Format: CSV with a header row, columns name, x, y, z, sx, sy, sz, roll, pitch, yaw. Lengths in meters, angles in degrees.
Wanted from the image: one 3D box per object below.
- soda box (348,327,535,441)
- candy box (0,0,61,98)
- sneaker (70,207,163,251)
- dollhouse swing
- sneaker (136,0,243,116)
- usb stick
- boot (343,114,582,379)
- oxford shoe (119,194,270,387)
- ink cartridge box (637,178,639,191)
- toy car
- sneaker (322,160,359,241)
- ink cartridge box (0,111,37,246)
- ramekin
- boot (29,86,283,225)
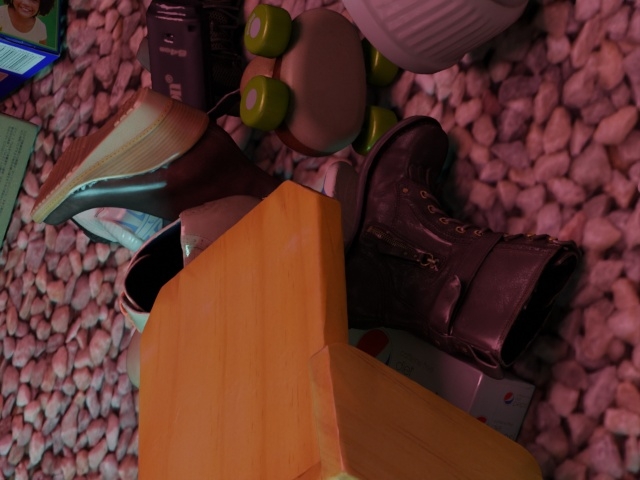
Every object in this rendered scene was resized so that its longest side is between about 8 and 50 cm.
name,x,y,z,sx,sy,sz,roll,pitch,yaw
soda box,0.092,0.122,1.671,0.216,0.069,0.074,27,98,51
candy box,-0.461,-0.349,2.489,0.268,0.122,0.317,-26,59,45
sneaker,-0.243,-0.044,2.151,0.086,0.085,0.237,-51,32,-14
dollhouse swing,0.011,0.180,1.625,0.347,0.315,0.305,-40,28,43
sneaker,-0.125,-0.219,2.051,0.227,0.087,0.130,47,120,54
usb stick,-0.144,-0.123,1.970,0.077,0.045,0.278,15,120,33
boot,0.129,0.004,1.653,0.229,0.091,0.263,7,57,35
oxford shoe,-0.144,0.053,1.882,0.397,0.146,0.140,130,139,-53
ink cartridge box,0.389,-0.155,1.406,0.261,0.066,0.296,13,88,53
toy car,-0.034,-0.139,1.867,0.188,0.155,0.149,-24,58,56
sneaker,-0.001,0.000,1.838,0.084,0.058,0.152,-13,73,39
ink cartridge box,-0.490,-0.067,2.363,0.088,0.193,0.235,20,93,52
ramekin,0.105,-0.265,1.693,0.109,0.207,0.207,-22,60,35
boot,-0.167,-0.039,1.939,0.248,0.207,0.090,-36,27,39
